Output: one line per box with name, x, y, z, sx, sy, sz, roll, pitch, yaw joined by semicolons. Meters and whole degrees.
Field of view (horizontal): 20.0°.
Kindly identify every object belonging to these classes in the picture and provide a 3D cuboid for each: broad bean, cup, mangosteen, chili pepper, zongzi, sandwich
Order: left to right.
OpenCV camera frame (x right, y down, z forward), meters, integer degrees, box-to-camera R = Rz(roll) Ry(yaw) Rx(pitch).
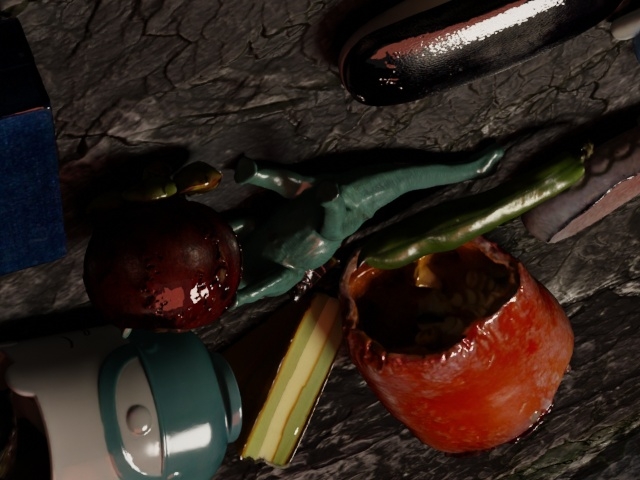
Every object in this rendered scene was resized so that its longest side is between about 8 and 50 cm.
cup;-0.259;0.207;2.106;0.258;0.219;0.290;-10;179;-26
mangosteen;-0.165;0.007;1.870;0.166;0.180;0.166;-6;174;-1
sandwich;-0.026;0.174;2.276;0.187;0.144;0.117;-36;152;21
zongzi;-0.009;0.028;2.136;0.073;0.067;0.083;23;110;-46
chili pepper;0.172;0.120;2.256;0.251;0.229;0.305;-13;155;14
broad bean;0.184;-0.036;2.122;0.318;0.056;0.098;-26;-172;-4

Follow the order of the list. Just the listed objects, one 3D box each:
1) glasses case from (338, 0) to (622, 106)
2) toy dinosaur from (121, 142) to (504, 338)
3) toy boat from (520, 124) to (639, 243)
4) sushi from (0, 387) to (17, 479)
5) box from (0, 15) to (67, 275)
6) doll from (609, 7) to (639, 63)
glasses case;0.167;-0.220;1.824;0.314;0.075;0.122;-23;150;-4
toy dinosaur;0.000;0.000;2.066;0.383;0.129;0.331;-39;158;27
toy boat;0.339;-0.084;2.203;0.227;0.085;0.155;-33;169;0
sushi;-0.481;0.273;1.928;0.300;0.281;0.294;14;145;-6
box;-0.382;-0.053;1.634;0.279;0.116;0.261;-17;153;-15
doll;0.386;-0.239;1.944;0.098;0.135;0.241;-50;156;-13
